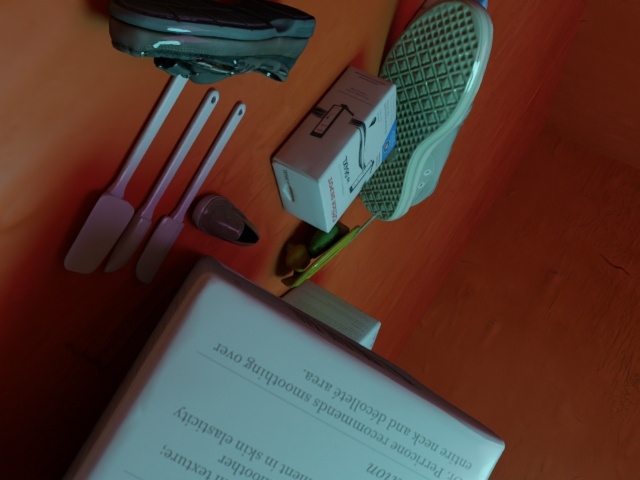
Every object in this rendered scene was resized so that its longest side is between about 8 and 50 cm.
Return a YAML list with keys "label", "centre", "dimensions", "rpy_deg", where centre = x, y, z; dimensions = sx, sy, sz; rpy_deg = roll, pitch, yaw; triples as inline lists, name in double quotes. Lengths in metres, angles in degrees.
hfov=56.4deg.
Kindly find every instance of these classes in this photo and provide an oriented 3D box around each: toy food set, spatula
- label: "toy food set"
  centre: [0.000, 0.000, 1.059]
  dimensions: [0.218, 0.071, 0.128]
  rpy_deg: [-39, 174, -42]
- label: "spatula"
  centre: [-0.164, -0.066, 0.635]
  dimensions: [0.242, 0.019, 0.168]
  rpy_deg: [-60, 159, -2]

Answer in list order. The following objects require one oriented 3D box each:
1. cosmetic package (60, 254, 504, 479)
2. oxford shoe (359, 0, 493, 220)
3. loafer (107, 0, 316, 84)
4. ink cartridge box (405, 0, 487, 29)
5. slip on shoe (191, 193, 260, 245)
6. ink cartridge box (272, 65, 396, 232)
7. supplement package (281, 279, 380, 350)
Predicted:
- label: "cosmetic package"
  centre: [-0.091, 0.266, 0.651]
  dimensions: [0.393, 0.329, 0.327]
  rpy_deg: [-58, -169, -5]
- label: "oxford shoe"
  centre: [0.180, -0.215, 1.030]
  dimensions: [0.130, 0.169, 0.449]
  rpy_deg: [-26, 151, -30]
- label: "loafer"
  centre: [-0.087, -0.178, 0.560]
  dimensions: [0.267, 0.096, 0.084]
  rpy_deg: [-33, 146, -56]
- label: "ink cartridge box"
  centre: [0.213, -0.357, 1.035]
  dimensions: [0.143, 0.092, 0.090]
  rpy_deg: [-55, 159, -17]
- label: "slip on shoe"
  centre: [-0.118, -0.020, 0.768]
  dimensions: [0.051, 0.041, 0.135]
  rpy_deg: [-58, 160, -7]
- label: "ink cartridge box"
  centre: [0.028, -0.134, 0.901]
  dimensions: [0.203, 0.086, 0.148]
  rpy_deg: [-54, 159, -20]
- label: "supplement package"
  centre: [-0.052, 0.233, 1.066]
  dimensions: [0.293, 0.178, 0.175]
  rpy_deg: [-33, 147, -51]
